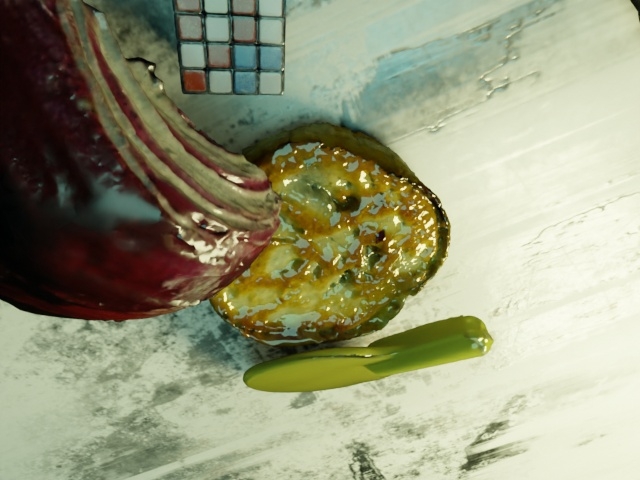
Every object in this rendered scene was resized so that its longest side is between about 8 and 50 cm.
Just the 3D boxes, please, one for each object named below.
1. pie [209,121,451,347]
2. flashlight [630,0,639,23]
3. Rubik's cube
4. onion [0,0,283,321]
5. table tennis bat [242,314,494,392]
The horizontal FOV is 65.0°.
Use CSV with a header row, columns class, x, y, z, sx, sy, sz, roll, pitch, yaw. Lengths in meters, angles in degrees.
class,x,y,z,sx,sy,sz,roll,pitch,yaw
pie,0.000,0.000,0.618,0.315,0.092,0.315,-5,122,-7
flashlight,0.283,-0.290,0.444,0.424,0.103,0.103,32,116,-25
Rubik's cube,-0.080,-0.192,0.456,0.092,0.092,0.092,-2,127,-8
onion,-0.188,0.001,0.416,0.280,0.146,0.314,-35,141,17
table tennis bat,0.056,0.169,0.702,0.368,0.054,0.224,-21,151,30
